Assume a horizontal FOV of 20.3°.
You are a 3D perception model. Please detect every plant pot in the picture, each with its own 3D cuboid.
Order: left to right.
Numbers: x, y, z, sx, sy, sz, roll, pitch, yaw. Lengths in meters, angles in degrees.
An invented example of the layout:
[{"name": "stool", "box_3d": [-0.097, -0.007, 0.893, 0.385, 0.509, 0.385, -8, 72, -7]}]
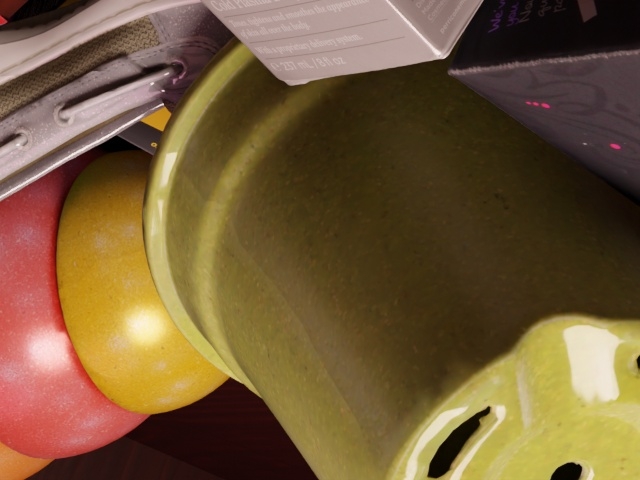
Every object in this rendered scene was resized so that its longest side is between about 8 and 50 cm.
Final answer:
[{"name": "plant pot", "box_3d": [0.076, 0.042, 0.861, 0.276, 0.276, 0.254, 32, -162, -34]}]

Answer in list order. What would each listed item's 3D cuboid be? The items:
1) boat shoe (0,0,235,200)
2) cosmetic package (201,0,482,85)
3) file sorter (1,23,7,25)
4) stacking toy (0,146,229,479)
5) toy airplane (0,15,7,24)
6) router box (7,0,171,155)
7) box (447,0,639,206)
[{"name": "boat shoe", "box_3d": [-0.105, -0.082, 0.977, 0.320, 0.103, 0.118, -15, -177, 13]}, {"name": "cosmetic package", "box_3d": [-0.038, -0.177, 0.689, 0.238, 0.107, 0.127, 40, 161, -24]}, {"name": "file sorter", "box_3d": [-0.283, -0.081, 1.299, 0.104, 0.170, 0.118, 24, 165, 3]}, {"name": "stacking toy", "box_3d": [-0.159, 0.042, 1.433, 0.480, 0.350, 0.350, -7, 153, 27]}, {"name": "toy airplane", "box_3d": [-0.221, -0.175, 1.157, 0.151, 0.028, 0.151, 18, 165, 5]}, {"name": "router box", "box_3d": [-0.092, -0.109, 1.111, 0.179, 0.046, 0.133, 29, 144, -26]}, {"name": "box", "box_3d": [0.208, -0.092, 0.661, 0.165, 0.143, 0.270, 31, 162, -31]}]
